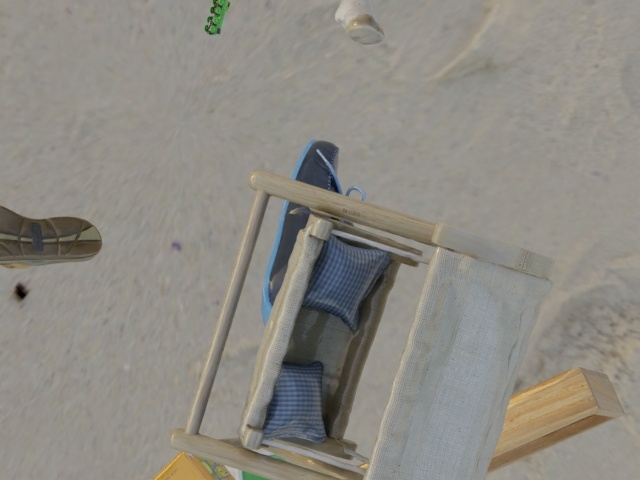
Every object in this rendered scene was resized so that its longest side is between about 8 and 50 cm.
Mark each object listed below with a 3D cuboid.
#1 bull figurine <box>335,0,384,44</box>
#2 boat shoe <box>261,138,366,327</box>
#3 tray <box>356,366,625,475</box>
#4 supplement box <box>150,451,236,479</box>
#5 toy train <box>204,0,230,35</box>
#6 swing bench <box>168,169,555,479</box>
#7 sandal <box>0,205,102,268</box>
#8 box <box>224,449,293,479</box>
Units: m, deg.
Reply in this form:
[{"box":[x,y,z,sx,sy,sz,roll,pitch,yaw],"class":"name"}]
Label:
[{"box":[0.090,-0.213,0.563,0.101,0.310,0.188,22,70,-33],"class":"bull figurine"},{"box":[0.000,0.000,1.377,0.089,0.109,0.258,7,56,7],"class":"boat shoe"},{"box":[0.232,0.305,1.846,0.411,0.203,0.076,-28,71,17],"class":"tray"},{"box":[-0.212,0.358,1.555,0.233,0.080,0.078,-44,73,13],"class":"supplement box"},{"box":[-0.130,-0.305,1.625,0.023,0.017,0.083,20,85,-50],"class":"toy train"},{"box":[0.043,0.099,1.086,0.254,0.165,0.253,17,91,22],"class":"swing bench"},{"box":[-0.337,0.003,1.395,0.180,0.049,0.072,5,57,-25],"class":"sandal"},{"box":[-0.083,0.338,1.800,0.101,0.102,0.087,-6,91,-16],"class":"box"}]
